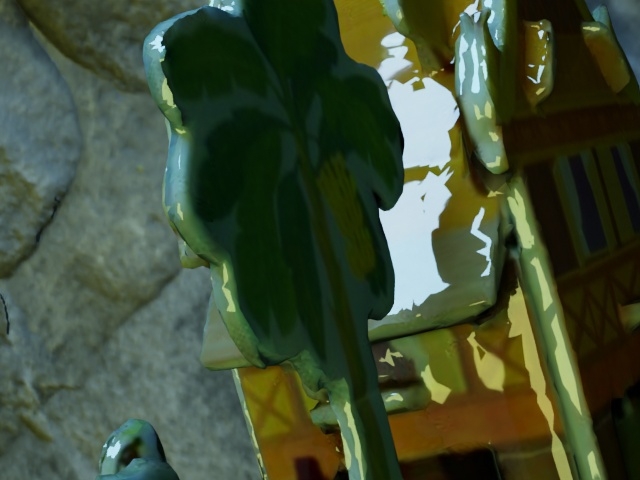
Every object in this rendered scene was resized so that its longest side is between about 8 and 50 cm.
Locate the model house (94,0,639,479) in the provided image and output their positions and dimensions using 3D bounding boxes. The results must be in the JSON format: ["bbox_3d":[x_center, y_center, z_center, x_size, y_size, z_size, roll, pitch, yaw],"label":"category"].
[{"bbox_3d":[0.000,0.000,0.562,0.242,0.358,0.313,-18,89,30],"label":"model house"}]
